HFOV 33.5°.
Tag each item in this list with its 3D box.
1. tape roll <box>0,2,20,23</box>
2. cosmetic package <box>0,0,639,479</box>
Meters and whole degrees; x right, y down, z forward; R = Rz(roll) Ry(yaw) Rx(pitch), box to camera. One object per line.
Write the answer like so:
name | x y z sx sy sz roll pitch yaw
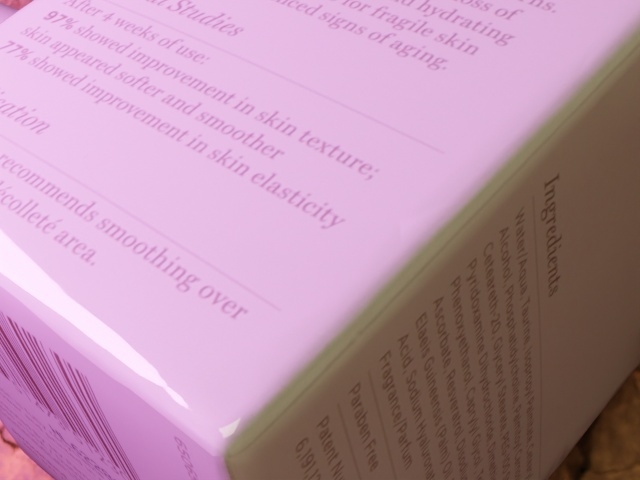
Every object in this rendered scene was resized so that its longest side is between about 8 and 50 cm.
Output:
tape roll | -0.260 -0.064 0.871 0.169 0.246 0.246 24 71 22
cosmetic package | 0.000 0.000 0.672 0.329 0.327 0.394 30 60 33
